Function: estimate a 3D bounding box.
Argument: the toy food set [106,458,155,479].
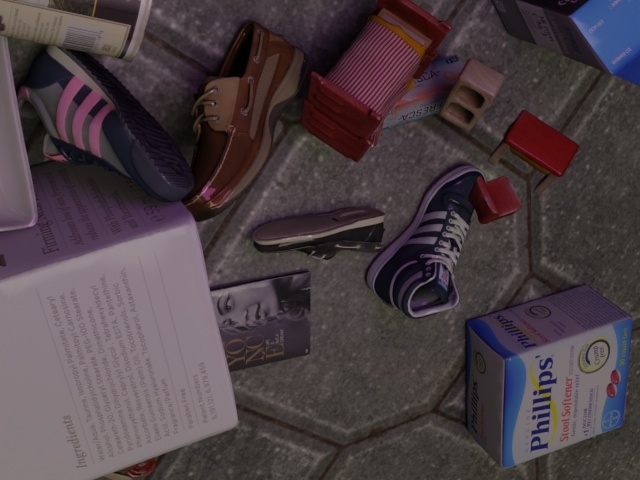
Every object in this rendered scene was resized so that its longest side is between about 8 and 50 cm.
[{"bbox_3d":[-0.293,0.334,1.546,0.128,0.071,0.218,38,94,-34],"label":"toy food set"}]

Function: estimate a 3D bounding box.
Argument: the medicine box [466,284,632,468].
[{"bbox_3d":[0.440,0.263,1.812,0.289,0.149,0.264,-15,119,-19],"label":"medicine box"}]

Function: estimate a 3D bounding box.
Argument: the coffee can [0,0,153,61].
[{"bbox_3d":[-0.346,-0.338,1.106,0.275,0.201,0.202,8,110,-22],"label":"coffee can"}]

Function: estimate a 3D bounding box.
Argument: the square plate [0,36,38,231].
[{"bbox_3d":[-0.543,-0.153,1.116,0.347,0.049,0.344,-9,79,-21],"label":"square plate"}]

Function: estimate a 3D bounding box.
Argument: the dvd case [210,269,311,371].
[{"bbox_3d":[-0.120,0.143,1.569,0.221,0.018,0.165,-10,117,-21],"label":"dvd case"}]

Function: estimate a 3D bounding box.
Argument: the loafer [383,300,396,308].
[{"bbox_3d":[0.176,0.095,1.672,0.125,0.039,0.045,-20,120,-15],"label":"loafer"}]

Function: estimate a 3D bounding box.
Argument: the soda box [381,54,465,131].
[{"bbox_3d":[0.148,-0.232,1.479,0.183,0.063,0.058,-19,151,-16],"label":"soda box"}]

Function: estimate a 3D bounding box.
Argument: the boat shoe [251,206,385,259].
[{"bbox_3d":[0.000,0.000,1.518,0.233,0.084,0.079,-8,116,-25],"label":"boat shoe"}]

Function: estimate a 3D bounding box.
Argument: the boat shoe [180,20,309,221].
[{"bbox_3d":[-0.128,-0.175,1.297,0.120,0.122,0.324,41,53,-27],"label":"boat shoe"}]

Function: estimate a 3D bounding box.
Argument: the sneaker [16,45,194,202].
[{"bbox_3d":[-0.285,-0.129,1.202,0.131,0.319,0.112,-49,149,10],"label":"sneaker"}]

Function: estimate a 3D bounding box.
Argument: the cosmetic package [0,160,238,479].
[{"bbox_3d":[-0.363,0.107,1.250,0.393,0.329,0.327,-18,120,-17],"label":"cosmetic package"}]

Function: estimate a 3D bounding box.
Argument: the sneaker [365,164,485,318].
[{"bbox_3d":[0.210,0.009,1.579,0.099,0.153,0.282,37,95,-34],"label":"sneaker"}]

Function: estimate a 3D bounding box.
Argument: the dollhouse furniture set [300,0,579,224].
[{"bbox_3d":[0.180,-0.172,1.343,0.374,0.152,0.201,33,69,3],"label":"dollhouse furniture set"}]

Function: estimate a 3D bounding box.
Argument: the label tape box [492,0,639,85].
[{"bbox_3d":[0.447,-0.381,1.396,0.240,0.334,0.106,-39,124,-4],"label":"label tape box"}]
